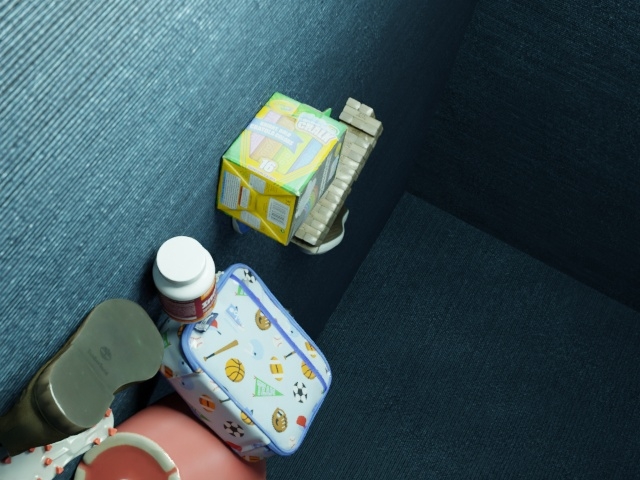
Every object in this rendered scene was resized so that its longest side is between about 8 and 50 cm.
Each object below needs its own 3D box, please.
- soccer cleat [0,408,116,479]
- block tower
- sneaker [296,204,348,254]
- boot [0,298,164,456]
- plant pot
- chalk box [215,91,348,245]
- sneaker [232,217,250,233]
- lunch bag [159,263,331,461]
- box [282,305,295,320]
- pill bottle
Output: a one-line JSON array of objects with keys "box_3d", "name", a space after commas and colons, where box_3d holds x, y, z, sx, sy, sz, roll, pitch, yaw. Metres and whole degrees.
[{"box_3d": [-0.336, 0.251, 1.039, 0.196, 0.076, 0.068, -23, 108, -55], "name": "soccer cleat"}, {"box_3d": [0.026, -0.139, 1.873, 0.336, 0.091, 0.097, -62, 171, 1], "name": "block tower"}, {"box_3d": [0.000, 0.000, 2.103, 0.123, 0.105, 0.290, -68, 171, 23], "name": "sneaker"}, {"box_3d": [-0.284, 0.157, 1.026, 0.115, 0.112, 0.305, -33, -175, 17], "name": "boot"}, {"box_3d": [-0.255, 0.391, 1.394, 0.275, 0.275, 0.243, -63, 162, 6], "name": "plant pot"}, {"box_3d": [-0.049, -0.127, 1.313, 0.213, 0.132, 0.132, -57, 170, -36], "name": "chalk box"}, {"box_3d": [-0.093, -0.054, 1.429, 0.058, 0.084, 0.152, -53, 168, -48], "name": "sneaker"}, {"box_3d": [-0.120, 0.192, 1.407, 0.115, 0.303, 0.243, -21, -157, 40], "name": "lunch bag"}, {"box_3d": [-0.124, 0.272, 2.121, 0.147, 0.077, 0.180, -113, -139, -56], "name": "box"}, {"box_3d": [-0.189, 0.055, 1.195, 0.086, 0.086, 0.152, -58, 171, -22], "name": "pill bottle"}]
